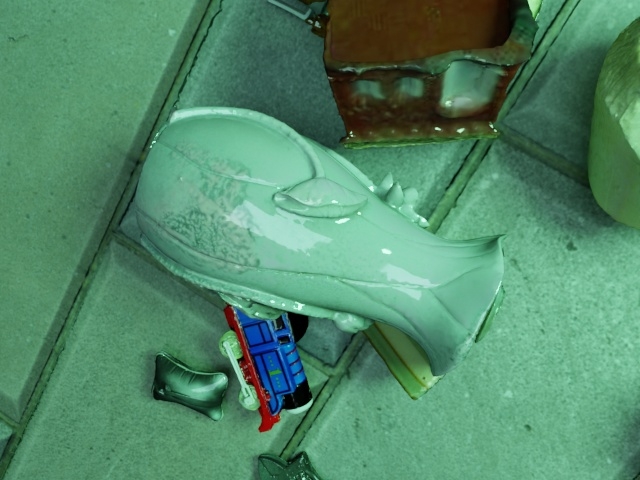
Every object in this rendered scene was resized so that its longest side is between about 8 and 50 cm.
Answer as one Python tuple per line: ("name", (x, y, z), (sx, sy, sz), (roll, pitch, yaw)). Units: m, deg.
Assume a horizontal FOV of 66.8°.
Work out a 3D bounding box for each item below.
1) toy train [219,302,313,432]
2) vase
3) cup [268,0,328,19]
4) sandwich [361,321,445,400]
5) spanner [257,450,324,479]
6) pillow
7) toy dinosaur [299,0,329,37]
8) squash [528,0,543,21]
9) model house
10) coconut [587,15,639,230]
("toy train", (-0.075, 0.176, 0.747), (0.131, 0.083, 0.203), (-16, 95, 12))
("vase", (0.000, 0.000, 0.610), (0.446, 0.250, 0.249), (24, 103, 13))
("cup", (-0.029, -0.359, 0.668), (0.116, 0.074, 0.104), (44, 128, -2))
("sandwich", (0.101, 0.125, 0.684), (0.163, 0.113, 0.079), (43, 105, 4))
("spanner", (0.043, 0.429, 0.789), (0.326, 0.026, 0.093), (26, 104, 6))
("pillow", (-0.218, 0.240, 0.803), (0.136, 0.055, 0.091), (14, 83, 8))
("toy dinosaur", (0.049, -0.348, 0.577), (0.432, 0.097, 0.208), (23, 102, -15))
("squash", (0.178, -0.327, 0.642), (0.219, 0.041, 0.219), (3, 104, 11))
("model house", (0.115, -0.193, 0.574), (0.196, 0.254, 0.159), (-3, 75, 7))
("coconut", (0.419, -0.125, 0.523), (0.239, 0.244, 0.239), (-11, 58, 18))
